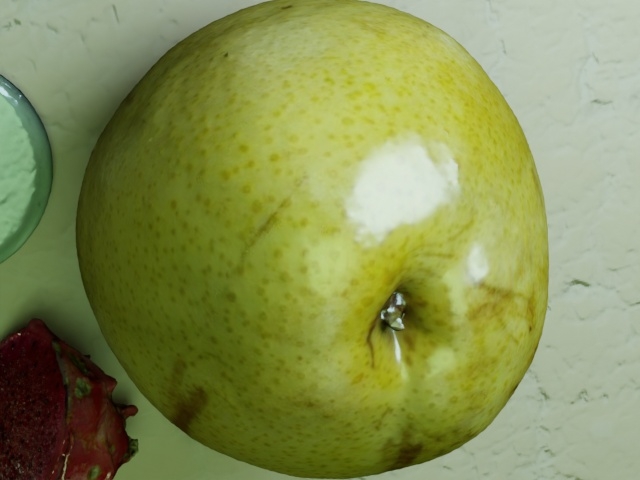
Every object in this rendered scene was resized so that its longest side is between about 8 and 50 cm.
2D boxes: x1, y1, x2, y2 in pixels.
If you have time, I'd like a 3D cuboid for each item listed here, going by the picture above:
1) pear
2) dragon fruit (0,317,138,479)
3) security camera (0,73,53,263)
[{"bbox_3d":[0.000,0.000,1.111,0.314,0.314,0.314,-4,109,-11],"label":"pear"},{"bbox_3d":[-0.169,0.143,1.219,0.111,0.153,0.153,17,105,-35],"label":"dragon fruit"},{"bbox_3d":[-0.281,0.024,1.181,0.157,0.080,0.301,21,100,-17],"label":"security camera"}]
